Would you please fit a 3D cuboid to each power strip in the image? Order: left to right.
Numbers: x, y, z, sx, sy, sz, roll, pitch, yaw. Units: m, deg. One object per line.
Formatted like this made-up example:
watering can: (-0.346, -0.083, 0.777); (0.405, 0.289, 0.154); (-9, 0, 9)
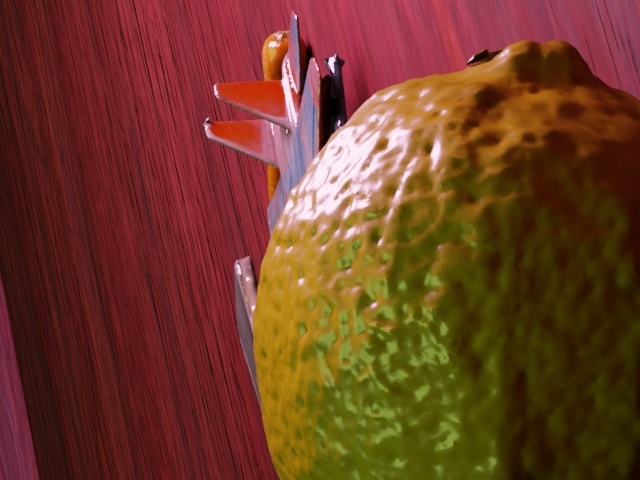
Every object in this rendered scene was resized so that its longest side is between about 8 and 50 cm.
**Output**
power strip: (-0.020, 0.122, 1.642); (0.213, 0.064, 0.198); (95, 160, -73)

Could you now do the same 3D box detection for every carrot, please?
carrot: (-0.032, -0.088, 1.638); (0.037, 0.037, 0.190); (-123, 29, -52)

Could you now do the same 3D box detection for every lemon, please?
lemon: (0.095, 0.063, 0.964); (0.268, 0.268, 0.322); (-153, 55, -68)

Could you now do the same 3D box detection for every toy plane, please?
toy plane: (0.007, -0.001, 1.456); (0.223, 0.104, 0.326); (110, 143, -56)
